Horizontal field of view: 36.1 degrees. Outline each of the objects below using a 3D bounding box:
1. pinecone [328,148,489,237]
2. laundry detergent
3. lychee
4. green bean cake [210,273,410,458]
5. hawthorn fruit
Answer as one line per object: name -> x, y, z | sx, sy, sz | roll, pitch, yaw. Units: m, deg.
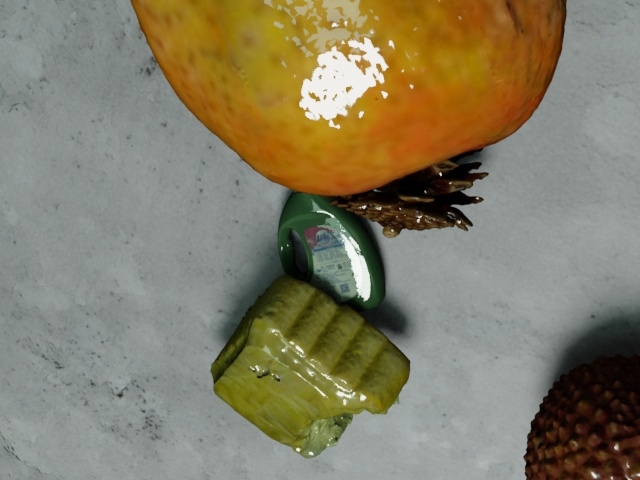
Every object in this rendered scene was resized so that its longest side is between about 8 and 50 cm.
pinecone -> 0.105, -0.098, 1.174 | 0.208, 0.207, 0.207 | 7, 117, 14
laundry detergent -> 0.000, 0.000, 1.320 | 0.137, 0.063, 0.210 | -12, 111, 29
lychee -> 0.387, 0.277, 1.214 | 0.276, 0.304, 0.275 | -3, 82, 24
green bean cake -> -0.022, 0.185, 1.344 | 0.233, 0.124, 0.236 | 36, 142, -2
hawthorn fruit -> 0.032, -0.293, 0.946 | 0.472, 0.471, 0.471 | 7, 117, 14
